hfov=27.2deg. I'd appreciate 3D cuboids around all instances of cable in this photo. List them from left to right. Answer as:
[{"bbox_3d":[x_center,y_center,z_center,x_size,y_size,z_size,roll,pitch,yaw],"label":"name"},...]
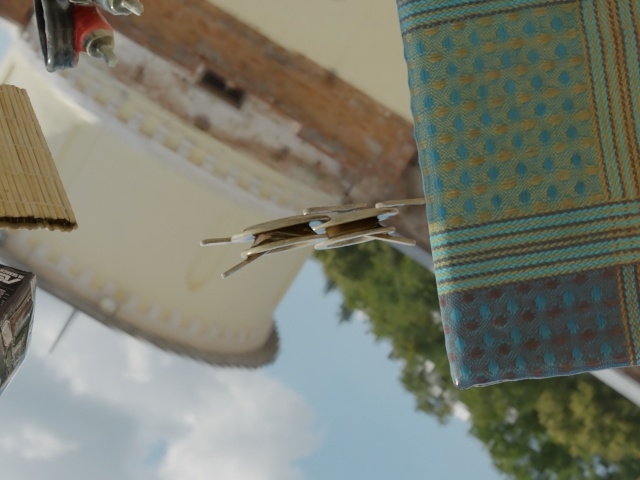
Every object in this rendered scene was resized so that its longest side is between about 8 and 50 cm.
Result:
[{"bbox_3d":[-0.231,-0.252,1.187,0.072,0.139,0.287,1,-145,-28],"label":"cable"}]

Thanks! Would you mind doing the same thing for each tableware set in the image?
[{"bbox_3d":[0.000,0.000,1.152,0.194,0.128,0.039,-7,-97,-54],"label":"tableware set"}]

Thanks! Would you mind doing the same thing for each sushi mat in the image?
[{"bbox_3d":[-0.334,-0.090,1.273,0.151,0.019,0.316,2,-153,-23],"label":"sushi mat"}]

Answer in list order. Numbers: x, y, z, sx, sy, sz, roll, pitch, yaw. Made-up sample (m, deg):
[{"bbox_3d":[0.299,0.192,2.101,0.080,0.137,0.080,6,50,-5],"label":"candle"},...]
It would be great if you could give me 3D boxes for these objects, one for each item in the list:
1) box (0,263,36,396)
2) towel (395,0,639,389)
[{"bbox_3d":[-0.363,0.065,0.815,0.307,0.076,0.242,16,-149,3],"label":"box"},{"bbox_3d":[0.179,-0.117,0.737,0.271,0.370,0.040,-7,174,2],"label":"towel"}]
